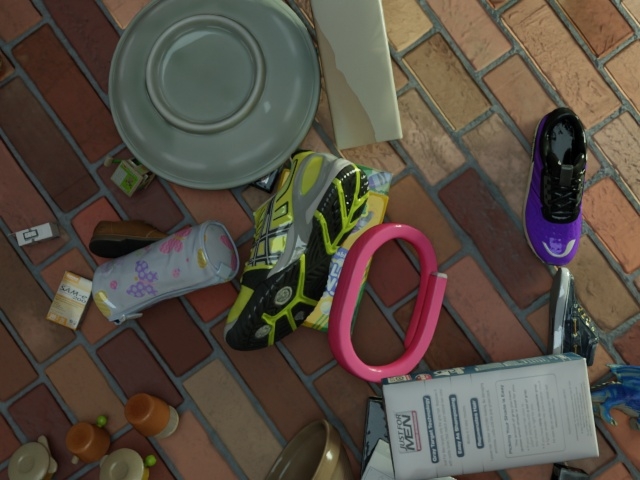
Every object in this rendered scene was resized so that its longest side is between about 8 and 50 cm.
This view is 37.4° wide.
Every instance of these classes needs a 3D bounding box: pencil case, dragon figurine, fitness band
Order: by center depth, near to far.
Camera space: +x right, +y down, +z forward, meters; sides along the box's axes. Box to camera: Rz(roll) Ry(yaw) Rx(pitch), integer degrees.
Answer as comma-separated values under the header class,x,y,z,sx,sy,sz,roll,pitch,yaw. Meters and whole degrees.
class,x,y,z,sx,sy,sz,roll,pitch,yaw
pencil case,-0.280,0.058,1.697,0.273,0.124,0.113,-22,130,23
fitness band,0.121,0.113,1.709,0.209,0.054,0.290,16,87,-32
dragon figurine,0.561,0.268,1.726,0.289,0.085,0.144,17,88,2

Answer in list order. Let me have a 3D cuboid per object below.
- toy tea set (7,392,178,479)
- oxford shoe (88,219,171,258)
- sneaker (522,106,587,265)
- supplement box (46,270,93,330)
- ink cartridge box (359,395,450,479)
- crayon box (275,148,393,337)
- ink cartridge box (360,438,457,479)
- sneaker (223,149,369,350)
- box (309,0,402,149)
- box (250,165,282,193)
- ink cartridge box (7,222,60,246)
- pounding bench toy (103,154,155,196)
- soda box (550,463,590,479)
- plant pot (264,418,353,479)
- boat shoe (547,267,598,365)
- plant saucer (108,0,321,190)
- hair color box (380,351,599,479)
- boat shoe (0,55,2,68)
class,x,y,z,sx,sy,sz,roll,pitch,yaw
toy tea set,-0.402,0.423,1.751,0.336,0.124,0.200,-28,57,3
oxford shoe,-0.320,-0.006,1.774,0.212,0.076,0.076,9,49,-7
sneaker,0.430,-0.101,1.716,0.102,0.146,0.293,1,87,2
supplement box,-0.467,0.113,1.785,0.062,0.036,0.098,22,88,2
ink cartridge box,0.152,0.460,1.741,0.166,0.065,0.332,4,88,1
crayon box,0.000,0.000,1.755,0.203,0.083,0.322,15,87,2
ink cartridge box,0.167,0.524,1.678,0.275,0.060,0.239,28,63,3
sneaker,-0.061,0.019,1.667,0.147,0.145,0.384,34,93,35
box,0.059,-0.334,1.687,0.121,0.148,0.311,-11,108,2
box,-0.130,-0.223,1.784,0.175,0.051,0.220,23,88,3
ink cartridge box,-0.541,-0.008,1.786,0.083,0.048,0.028,-16,87,2
pounding bench toy,-0.358,-0.135,1.777,0.083,0.065,0.052,42,121,3
soda box,0.442,0.500,1.735,0.060,0.053,0.168,14,88,2
plant pot,-0.015,0.444,1.669,0.110,0.237,0.237,35,89,-13
boat shoe,0.469,0.143,1.749,0.083,0.065,0.183,4,94,0
plant saucer,-0.202,-0.294,1.717,0.401,0.100,0.400,-1,85,6
hair color box,0.287,0.303,1.638,0.347,0.105,0.173,-8,89,1
boat shoe,-0.744,-0.303,1.788,0.302,0.109,0.098,-6,127,1
